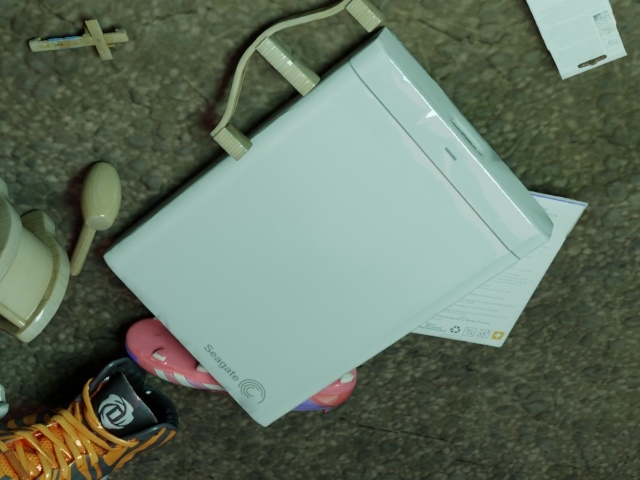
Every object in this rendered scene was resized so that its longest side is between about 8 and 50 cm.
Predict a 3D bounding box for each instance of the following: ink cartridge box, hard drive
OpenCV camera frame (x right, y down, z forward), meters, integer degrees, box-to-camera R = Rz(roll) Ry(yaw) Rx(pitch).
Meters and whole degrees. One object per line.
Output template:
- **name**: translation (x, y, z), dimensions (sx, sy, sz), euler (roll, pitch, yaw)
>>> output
- **ink cartridge box**: translation (0.121, 0.008, 1.454), dimensions (0.206, 0.045, 0.208), euler (11, 132, -17)
- **hard drive**: translation (0.000, 0.000, 1.372), dimensions (0.353, 0.047, 0.233), euler (-36, 103, 28)
- **ink cartridge box**: translation (0.212, -0.192, 1.269), dimensions (0.063, 0.029, 0.115), euler (-20, 136, 14)

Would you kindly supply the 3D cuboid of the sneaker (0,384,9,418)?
- **sneaker**: translation (-0.429, 0.120, 1.490), dimensions (0.129, 0.111, 0.297), euler (-32, 138, 9)

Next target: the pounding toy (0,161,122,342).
- **pounding toy**: translation (-0.286, 0.046, 1.373), dimensions (0.269, 0.154, 0.155), euler (-28, 132, 22)

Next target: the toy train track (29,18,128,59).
- **toy train track**: translation (-0.202, -0.170, 1.260), dimensions (0.083, 0.014, 0.048), euler (-6, 144, 8)

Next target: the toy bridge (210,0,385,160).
- **toy bridge**: translation (-0.028, -0.151, 1.272), dimensions (0.063, 0.026, 0.188), euler (44, 113, -6)

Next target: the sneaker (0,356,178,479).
- **sneaker**: translation (-0.262, 0.192, 1.476), dimensions (0.180, 0.124, 0.321), euler (-36, 173, 28)

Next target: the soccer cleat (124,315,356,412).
- **soccer cleat**: translation (-0.083, 0.134, 1.545), dimensions (0.248, 0.083, 0.095), euler (8, 140, -18)
